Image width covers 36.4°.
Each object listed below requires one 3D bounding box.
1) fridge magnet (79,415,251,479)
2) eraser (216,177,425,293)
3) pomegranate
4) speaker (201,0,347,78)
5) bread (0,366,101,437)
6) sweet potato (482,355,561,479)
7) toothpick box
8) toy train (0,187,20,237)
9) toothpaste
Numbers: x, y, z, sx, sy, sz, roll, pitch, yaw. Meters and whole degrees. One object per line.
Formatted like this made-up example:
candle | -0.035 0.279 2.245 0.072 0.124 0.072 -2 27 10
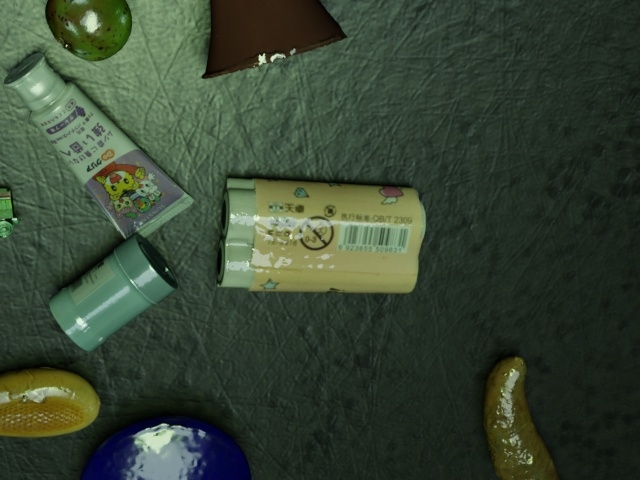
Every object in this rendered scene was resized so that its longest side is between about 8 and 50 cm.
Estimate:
fridge magnet | -0.238 0.384 1.505 0.266 0.112 0.265 -5 112 -12
eraser | 0.000 0.000 1.431 0.291 0.087 0.171 2 107 -15
pomegranate | -0.282 -0.297 1.242 0.114 0.115 0.142 45 67 -24
speaker | -0.054 -0.388 1.223 0.259 0.198 0.329 -8 104 4
bread | -0.419 0.236 1.428 0.190 0.077 0.114 2 130 -15
sweet potato | 0.337 0.351 1.639 0.114 0.092 0.341 -32 116 -18
toothpick box | -0.292 0.073 1.380 0.153 0.101 0.101 -35 114 3
toy train | -0.487 -0.034 1.327 0.148 0.038 0.070 -5 112 -12
toothpaste | -0.304 -0.121 1.326 0.114 0.073 0.299 -36 122 3
